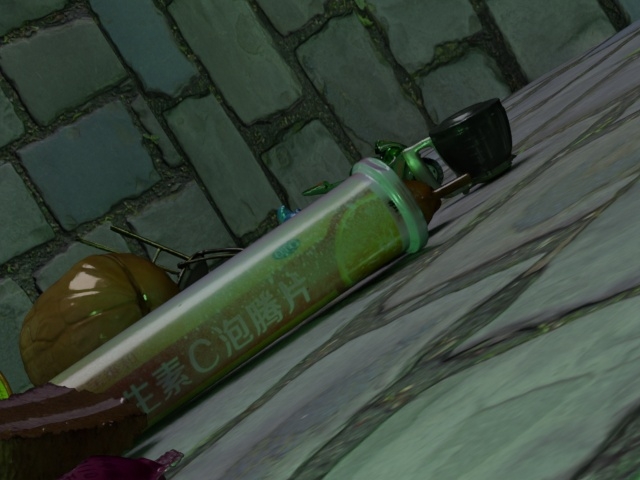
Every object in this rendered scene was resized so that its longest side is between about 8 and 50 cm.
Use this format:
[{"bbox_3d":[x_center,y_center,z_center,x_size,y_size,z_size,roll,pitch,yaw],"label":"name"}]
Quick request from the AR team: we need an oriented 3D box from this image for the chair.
[{"bbox_3d":[-0.194,0.076,2.177,0.326,0.170,0.160,14,11,13],"label":"chair"}]

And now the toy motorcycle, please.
[{"bbox_3d":[0.076,-0.077,2.089,0.190,0.106,0.074,-31,2,-7],"label":"toy motorcycle"}]

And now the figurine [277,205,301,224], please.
[{"bbox_3d":[0.000,0.000,1.847,0.079,0.114,0.114,-55,8,-12],"label":"figurine"}]

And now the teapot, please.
[{"bbox_3d":[0.174,-0.106,1.764,0.124,0.090,0.092,-22,8,40],"label":"teapot"}]

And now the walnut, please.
[{"bbox_3d":[-0.261,0.115,1.807,0.226,0.193,0.193,-34,1,41],"label":"walnut"}]

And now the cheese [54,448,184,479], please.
[{"bbox_3d":[-0.178,0.191,0.840,0.244,0.062,0.155,-34,3,-16],"label":"cheese"}]

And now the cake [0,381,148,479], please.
[{"bbox_3d":[-0.243,0.164,1.194,0.116,0.112,0.295,13,16,17],"label":"cake"}]

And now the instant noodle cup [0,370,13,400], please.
[{"bbox_3d":[-0.389,0.214,1.441,0.168,0.168,0.185,-35,-23,-44],"label":"instant noodle cup"}]

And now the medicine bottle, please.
[{"bbox_3d":[-0.091,0.078,1.433,0.426,0.108,0.108,-35,4,-17],"label":"medicine bottle"}]

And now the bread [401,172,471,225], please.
[{"bbox_3d":[0.008,0.011,1.608,0.344,0.084,0.124,-31,4,9],"label":"bread"}]
